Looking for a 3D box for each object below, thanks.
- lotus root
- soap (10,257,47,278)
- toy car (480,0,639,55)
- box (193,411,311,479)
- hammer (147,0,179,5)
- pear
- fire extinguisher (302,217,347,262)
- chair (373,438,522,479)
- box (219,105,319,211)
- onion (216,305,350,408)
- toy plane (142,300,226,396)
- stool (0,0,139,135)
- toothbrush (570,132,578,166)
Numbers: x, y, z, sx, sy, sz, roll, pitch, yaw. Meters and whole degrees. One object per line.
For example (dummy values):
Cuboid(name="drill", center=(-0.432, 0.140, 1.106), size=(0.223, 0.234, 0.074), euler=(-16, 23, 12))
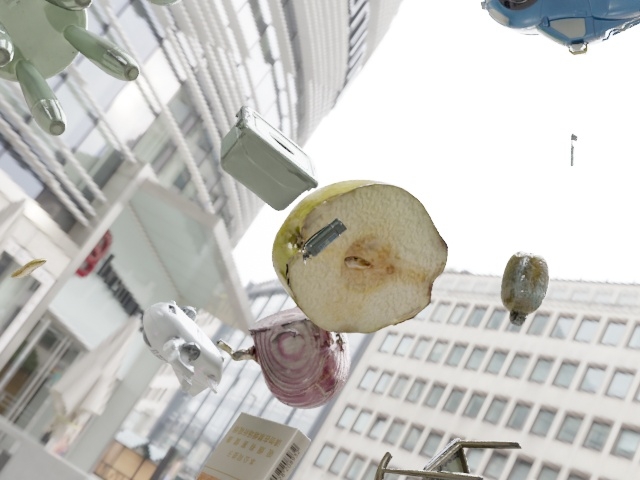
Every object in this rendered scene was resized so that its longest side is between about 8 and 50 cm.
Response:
Cuboid(name="lotus root", center=(0.494, 0.117, 1.960), size=(0.113, 0.192, 0.088), euler=(9, -22, 23))
Cuboid(name="soap", center=(-0.468, 0.045, 1.291), size=(0.089, 0.034, 0.012), euler=(-25, -99, 41))
Cuboid(name="toy car", center=(0.442, -0.408, 1.414), size=(0.314, 0.166, 0.198), euler=(-2, 6, 25))
Cuboid(name="box", center=(-0.186, 0.494, 1.499), size=(0.204, 0.365, 0.051), euler=(-1, -43, 52))
Cuboid(name="hammer", center=(-0.367, -0.697, 2.054), size=(0.118, 0.207, 0.335), euler=(-4, 10, 13))
Cuboid(name="pear", center=(0.067, 0.018, 1.741), size=(0.386, 0.341, 0.191), euler=(20, 10, -33))
Cuboid(name="fire extinguisher", center=(0.000, 0.000, 1.212), size=(0.038, 0.083, 0.025), euler=(40, -10, 50))
Cuboid(name="chair", center=(0.252, 0.487, 1.537), size=(0.272, 0.166, 0.188), euler=(-12, -86, 42))
Cuboid(name="box", center=(-0.093, -0.132, 1.352), size=(0.172, 0.093, 0.124), euler=(38, 18, -22))
Cuboid(name="onion", center=(-0.038, 0.275, 1.907), size=(0.272, 0.256, 0.231), euler=(-20, -88, 40))
Cuboid(name="toy plane", center=(-0.297, 0.235, 1.745), size=(0.252, 0.118, 0.252), euler=(58, 5, -8))
Cuboid(name="stool", center=(-0.414, -0.303, 1.218), size=(0.198, 0.195, 0.195), euler=(38, -16, 41))
Cuboid(name="toothbrush", center=(0.546, -0.193, 1.736), size=(0.014, 0.011, 0.167), euler=(32, -6, 23))
